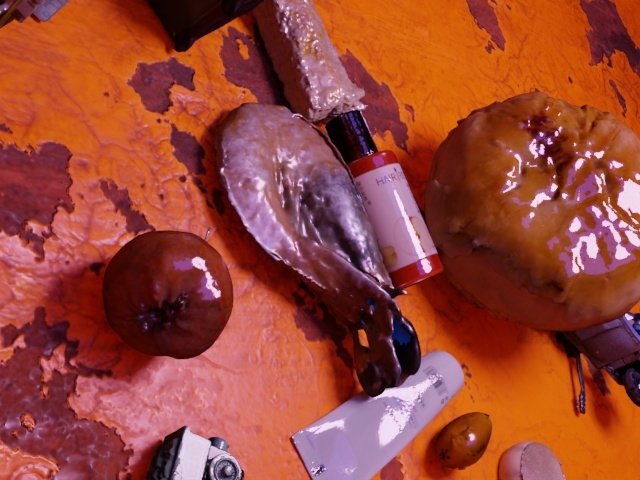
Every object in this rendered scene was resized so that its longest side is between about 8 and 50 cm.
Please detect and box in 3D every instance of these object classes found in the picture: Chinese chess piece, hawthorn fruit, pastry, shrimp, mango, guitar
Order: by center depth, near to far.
[{"bbox_3d":[-0.164,0.059,0.993,0.149,0.149,0.189,64,5,3],"label":"hawthorn fruit"},{"bbox_3d":[0.000,0.000,1.203,0.221,0.110,0.446,-21,77,-48],"label":"shrimp"},{"bbox_3d":[0.212,0.291,1.286,0.127,0.077,0.063,-28,92,-57],"label":"mango"},{"bbox_3d":[-0.031,-0.298,1.349,0.121,0.089,0.259,-23,85,-54],"label":"pastry"},{"bbox_3d":[0.332,0.377,1.385,0.122,0.051,0.122,22,54,-35],"label":"Chinese chess piece"},{"bbox_3d":[0.362,-0.039,1.442,0.409,0.245,0.410,1,70,-4],"label":"pastry"},{"bbox_3d":[0.470,0.209,1.643,0.088,0.025,0.234,23,54,-35],"label":"guitar"}]

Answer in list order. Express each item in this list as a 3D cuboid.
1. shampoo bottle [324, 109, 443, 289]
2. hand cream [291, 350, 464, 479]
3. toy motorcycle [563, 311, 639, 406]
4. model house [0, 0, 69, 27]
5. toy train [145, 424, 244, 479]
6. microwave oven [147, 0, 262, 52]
[{"bbox_3d":[0.085,-0.062,1.327,0.104,0.104,0.278,-16,80,-49],"label":"shampoo bottle"},{"bbox_3d":[0.093,0.241,1.211,0.320,0.067,0.109,-27,88,-45],"label":"hand cream"},{"bbox_3d":[0.528,0.135,1.626,0.359,0.125,0.212,51,42,-4],"label":"toy motorcycle"},{"bbox_3d":[-0.362,-0.349,0.948,0.224,0.198,0.215,47,26,-15],"label":"model house"},{"bbox_3d":[-0.144,0.281,0.926,0.099,0.070,0.172,30,50,-23],"label":"toy train"},{"bbox_3d":[-0.170,-0.412,1.199,0.178,0.188,0.247,-42,105,-44],"label":"microwave oven"}]
